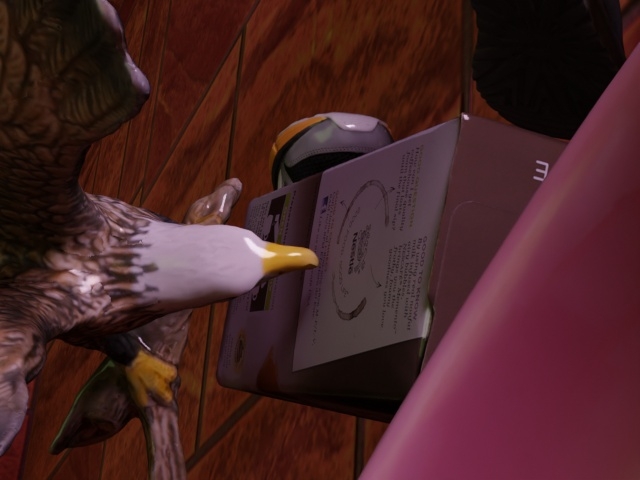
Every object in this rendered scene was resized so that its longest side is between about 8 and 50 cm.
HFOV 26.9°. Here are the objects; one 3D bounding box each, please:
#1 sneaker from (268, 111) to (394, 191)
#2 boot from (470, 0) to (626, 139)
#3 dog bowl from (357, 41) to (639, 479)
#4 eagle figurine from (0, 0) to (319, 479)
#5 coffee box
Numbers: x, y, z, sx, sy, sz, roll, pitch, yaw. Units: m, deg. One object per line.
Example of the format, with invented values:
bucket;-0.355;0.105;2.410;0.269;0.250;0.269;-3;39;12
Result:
sneaker;0.000;0.000;0.881;0.215;0.084;0.083;110;161;-49
boot;0.126;-0.172;0.597;0.189;0.076;0.208;69;-143;-59
dog bowl;0.080;0.087;0.190;0.408;0.150;0.408;-59;0;-1
eagle figurine;-0.114;0.006;0.522;0.225;0.298;0.226;-34;72;11
coffee box;0.059;0.030;0.558;0.246;0.141;0.098;164;118;-71
